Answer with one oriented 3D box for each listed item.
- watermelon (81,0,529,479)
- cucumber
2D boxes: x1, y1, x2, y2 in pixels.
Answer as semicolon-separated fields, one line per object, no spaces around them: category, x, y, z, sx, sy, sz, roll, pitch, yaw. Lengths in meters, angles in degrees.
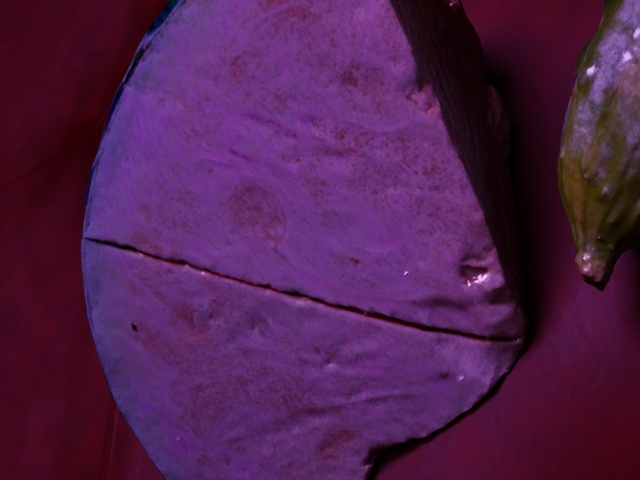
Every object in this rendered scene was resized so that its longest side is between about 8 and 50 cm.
watermelon;-0.005;-0.026;0.864;0.292;0.319;0.222;-29;12;23
cucumber;0.194;-0.087;0.710;0.134;0.134;0.244;31;94;51
